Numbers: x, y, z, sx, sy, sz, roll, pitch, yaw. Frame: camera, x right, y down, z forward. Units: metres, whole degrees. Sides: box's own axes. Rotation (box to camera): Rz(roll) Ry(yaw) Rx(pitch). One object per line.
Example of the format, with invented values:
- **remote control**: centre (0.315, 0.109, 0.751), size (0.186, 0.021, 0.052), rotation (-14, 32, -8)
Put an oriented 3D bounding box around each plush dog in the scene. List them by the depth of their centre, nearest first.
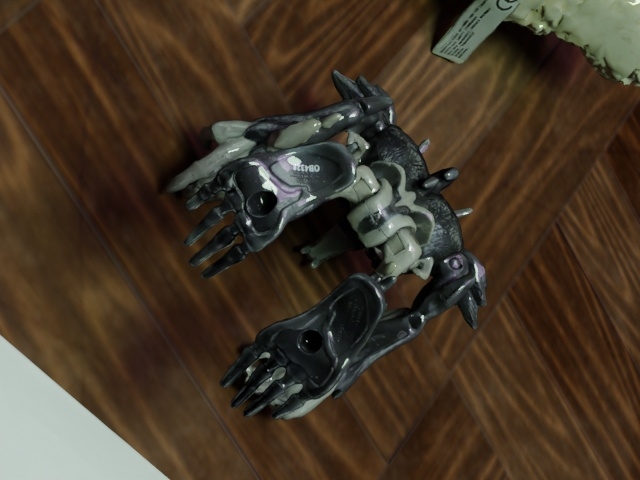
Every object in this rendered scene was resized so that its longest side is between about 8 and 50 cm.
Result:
- **plush dog**: centre (0.141, -0.251, 1.128), size (0.225, 0.210, 0.262), rotation (-76, 162, -46)

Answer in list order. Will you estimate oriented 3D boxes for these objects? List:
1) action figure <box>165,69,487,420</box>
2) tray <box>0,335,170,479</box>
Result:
- **action figure**: centre (0.000, 0.000, 0.915), size (0.164, 0.141, 0.276), rotation (66, 16, -1)
- **tray**: centre (-0.124, 0.153, 0.814), size (0.270, 0.030, 0.145), rotation (46, 51, -31)
